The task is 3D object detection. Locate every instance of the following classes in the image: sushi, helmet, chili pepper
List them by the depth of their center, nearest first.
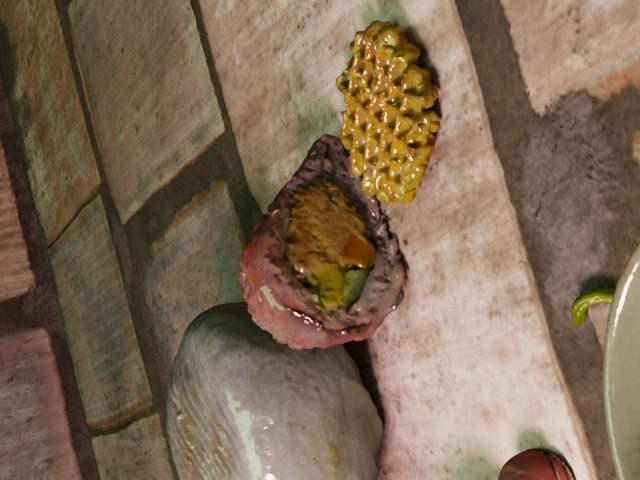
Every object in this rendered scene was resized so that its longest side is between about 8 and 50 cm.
[{"bbox_3d":[0.226,0.054,1.007,0.083,0.017,0.030,-15,89,65],"label":"chili pepper"},{"bbox_3d":[0.190,0.225,1.127,0.084,0.049,0.065,-15,86,66],"label":"helmet"},{"bbox_3d":[-0.017,0.006,1.335,0.241,0.161,0.107,68,155,17],"label":"sushi"}]

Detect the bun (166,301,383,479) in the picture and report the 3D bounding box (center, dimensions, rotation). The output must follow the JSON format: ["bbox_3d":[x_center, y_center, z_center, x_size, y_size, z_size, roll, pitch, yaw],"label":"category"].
[{"bbox_3d":[-0.053,0.237,1.463,0.362,0.211,0.361,35,132,52],"label":"bun"}]

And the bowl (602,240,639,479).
[{"bbox_3d":[0.304,0.103,0.703,0.289,0.146,0.289,172,90,-68],"label":"bowl"}]

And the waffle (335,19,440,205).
[{"bbox_3d":[0.065,-0.126,1.246,0.191,0.038,0.191,39,135,53],"label":"waffle"}]
